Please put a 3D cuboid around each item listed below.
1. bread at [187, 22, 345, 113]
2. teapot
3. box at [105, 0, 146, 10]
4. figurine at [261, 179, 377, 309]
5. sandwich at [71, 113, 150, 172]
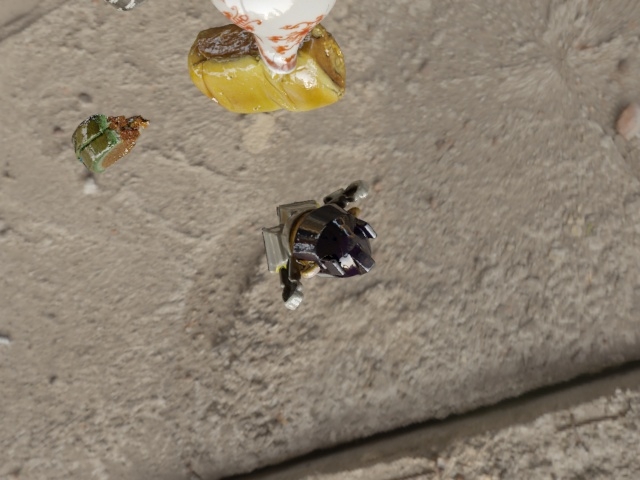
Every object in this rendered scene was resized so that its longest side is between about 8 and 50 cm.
[{"bbox_3d":[-0.100,-0.326,1.545,0.294,0.167,0.132,8,63,31],"label":"bread"},{"bbox_3d":[-0.052,-0.297,0.803,0.159,0.116,0.245,-12,90,-18],"label":"teapot"},{"bbox_3d":[-0.299,-0.429,1.157,0.151,0.135,0.151,-19,56,32],"label":"box"},{"bbox_3d":[-0.003,0.002,1.679,0.143,0.308,0.308,18,112,-30],"label":"figurine"},{"bbox_3d":[-0.461,-0.203,1.753,0.235,0.159,0.079,-26,85,50],"label":"sandwich"}]
